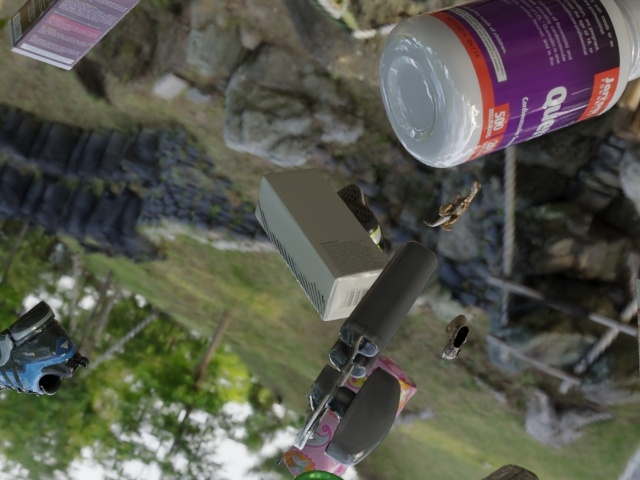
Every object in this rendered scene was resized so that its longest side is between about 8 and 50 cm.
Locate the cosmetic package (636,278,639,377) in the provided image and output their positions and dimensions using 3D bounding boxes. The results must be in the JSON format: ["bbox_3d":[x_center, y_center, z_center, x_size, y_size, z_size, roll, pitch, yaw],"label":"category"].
[{"bbox_3d":[0.500,0.192,1.249,0.129,0.296,0.153,1,174,-20],"label":"cosmetic package"}]

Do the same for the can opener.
[{"bbox_3d":[0.062,0.115,1.006,0.095,0.283,0.076,32,137,9],"label":"can opener"}]

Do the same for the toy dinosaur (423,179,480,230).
[{"bbox_3d":[0.320,-0.064,2.431,0.064,0.211,0.112,52,-144,3],"label":"toy dinosaur"}]

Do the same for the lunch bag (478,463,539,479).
[{"bbox_3d":[0.350,0.620,2.073,0.213,0.256,0.305,11,-171,34],"label":"lunch bag"}]

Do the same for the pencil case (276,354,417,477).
[{"bbox_3d":[0.051,0.339,1.830,0.124,0.284,0.124,39,-178,-2],"label":"pencil case"}]

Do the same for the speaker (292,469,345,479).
[{"bbox_3d":[-0.035,0.483,1.502,0.131,0.296,0.131,13,-143,-10],"label":"speaker"}]

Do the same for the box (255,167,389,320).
[{"bbox_3d":[0.000,0.000,1.607,0.113,0.094,0.275,-8,-137,-27],"label":"box"}]

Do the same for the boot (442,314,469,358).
[{"bbox_3d":[0.278,0.187,1.978,0.042,0.118,0.087,24,154,0],"label":"boot"}]

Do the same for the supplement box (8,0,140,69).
[{"bbox_3d":[-0.453,-0.420,1.807,0.239,0.073,0.130,-31,150,35],"label":"supplement box"}]

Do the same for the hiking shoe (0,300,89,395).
[{"bbox_3d":[-0.502,0.218,1.646,0.132,0.113,0.304,50,138,-5],"label":"hiking shoe"}]

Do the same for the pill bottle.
[{"bbox_3d":[0.245,-0.214,1.201,0.323,0.181,0.181,-20,-165,-22],"label":"pill bottle"}]

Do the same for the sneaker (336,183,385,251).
[{"bbox_3d":[0.078,-0.036,2.087,0.097,0.084,0.234,59,-176,-29],"label":"sneaker"}]
